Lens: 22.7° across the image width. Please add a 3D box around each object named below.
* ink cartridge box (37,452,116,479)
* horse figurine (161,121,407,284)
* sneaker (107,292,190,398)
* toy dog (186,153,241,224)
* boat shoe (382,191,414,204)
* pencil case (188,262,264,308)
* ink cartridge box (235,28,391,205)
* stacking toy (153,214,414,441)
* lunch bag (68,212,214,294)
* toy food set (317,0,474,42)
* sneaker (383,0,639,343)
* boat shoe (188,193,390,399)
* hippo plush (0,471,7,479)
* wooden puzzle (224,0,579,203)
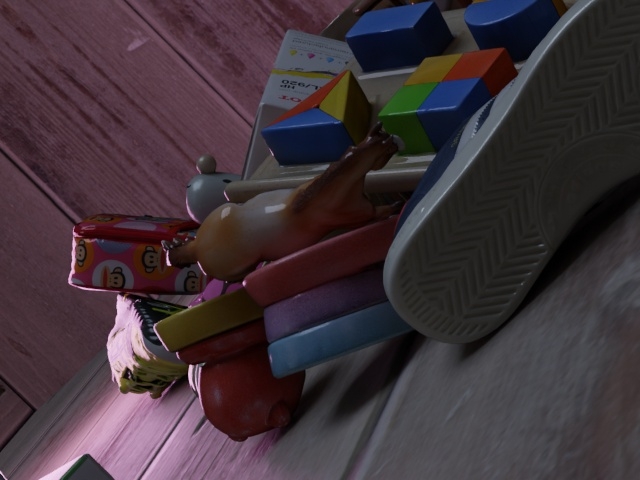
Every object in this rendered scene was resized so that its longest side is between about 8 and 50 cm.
[{"bbox_3d":[-0.305,0.331,1.718,0.160,0.092,0.219,-48,6,-29],"label":"ink cartridge box"},{"bbox_3d":[-0.028,-0.015,1.336,0.263,0.066,0.174,-20,-10,18],"label":"horse figurine"},{"bbox_3d":[-0.231,0.165,2.338,0.385,0.145,0.147,-178,101,-78],"label":"sneaker"},{"bbox_3d":[-0.012,-0.128,2.063,0.334,0.161,0.220,-17,11,-19],"label":"toy dog"},{"bbox_3d":[0.180,-0.160,1.672,0.324,0.123,0.116,-48,13,-18],"label":"boat shoe"},{"bbox_3d":[-0.092,0.070,2.070,0.098,0.095,0.209,-12,-24,-51],"label":"pencil case"},{"bbox_3d":[0.011,-0.111,1.828,0.232,0.171,0.168,-76,0,-61],"label":"ink cartridge box"},{"bbox_3d":[0.033,0.071,1.401,0.279,0.130,0.309,-18,-5,-29],"label":"stacking toy"},{"bbox_3d":[-0.238,0.026,2.495,0.293,0.258,0.120,-24,-61,-80],"label":"lunch bag"},{"bbox_3d":[0.139,-0.262,2.143,0.092,0.220,0.306,-49,7,-34],"label":"toy food set"},{"bbox_3d":[0.173,-0.085,1.136,0.350,0.131,0.148,-44,10,11],"label":"sneaker"},{"bbox_3d":[-0.023,0.055,1.666,0.302,0.109,0.098,-51,12,-7],"label":"boat shoe"},{"bbox_3d":[-0.274,0.275,1.205,0.234,0.236,0.294,-48,7,-32],"label":"hippo plush"},{"bbox_3d":[0.103,-0.159,1.520,0.322,0.080,0.348,-3,34,44],"label":"wooden puzzle"}]
